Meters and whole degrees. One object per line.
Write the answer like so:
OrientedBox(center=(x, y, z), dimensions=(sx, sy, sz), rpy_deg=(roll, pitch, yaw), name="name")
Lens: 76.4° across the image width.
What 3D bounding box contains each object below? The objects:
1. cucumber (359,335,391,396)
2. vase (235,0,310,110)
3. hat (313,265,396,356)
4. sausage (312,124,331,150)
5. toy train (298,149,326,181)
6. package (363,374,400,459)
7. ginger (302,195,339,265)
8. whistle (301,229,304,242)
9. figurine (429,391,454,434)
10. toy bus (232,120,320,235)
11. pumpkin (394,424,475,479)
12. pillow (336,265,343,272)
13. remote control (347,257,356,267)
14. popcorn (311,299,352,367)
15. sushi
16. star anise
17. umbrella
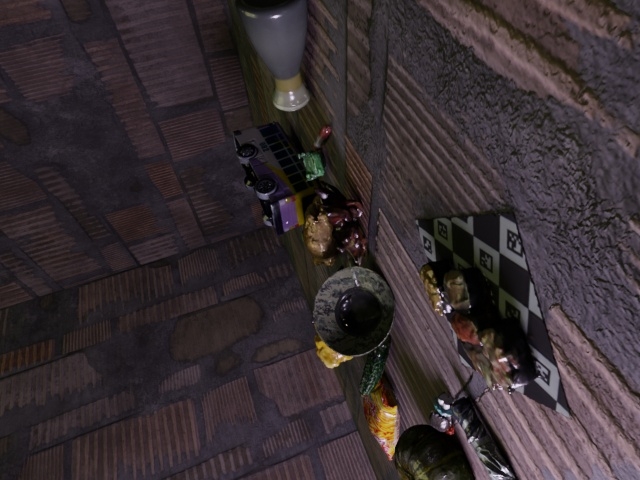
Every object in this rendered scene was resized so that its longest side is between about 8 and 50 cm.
OrientedBox(center=(0.170, 0.406, 1.295), dimensions=(0.068, 0.067, 0.294), rpy_deg=(-119, 29, -48), name="cucumber")
OrientedBox(center=(-0.101, -0.509, 1.093), dimensions=(0.321, 0.173, 0.173), rpy_deg=(76, 171, -59), name="vase")
OrientedBox(center=(0.116, 0.207, 1.166), dimensions=(0.128, 0.265, 0.266), rpy_deg=(23, -142, -53), name="hat")
OrientedBox(center=(0.001, -0.307, 1.229), dimensions=(0.223, 0.029, 0.030), rpy_deg=(166, 86, -80), name="sausage")
OrientedBox(center=(-0.018, -0.248, 1.322), dimensions=(0.149, 0.081, 0.099), rpy_deg=(-166, 58, -72), name="toy train")
OrientedBox(center=(0.214, 0.580, 1.420), dimensions=(0.223, 0.108, 0.288), rpy_deg=(-122, 29, -60), name="package")
OrientedBox(center=(-0.012, -0.022, 1.439), dimensions=(0.236, 0.166, 0.375), rpy_deg=(63, 164, 0), name="ginger")
OrientedBox(center=(-0.031, -0.016, 1.754), dimensions=(0.227, 0.105, 0.085), rpy_deg=(-119, 44, -59), name="whistle")
OrientedBox(center=(0.278, 0.389, 0.913), dimensions=(0.059, 0.047, 0.106), rpy_deg=(21, 130, 30), name="figurine")
OrientedBox(center=(-0.176, -0.269, 1.641), dimensions=(0.440, 0.249, 0.209), rpy_deg=(59, 165, 30), name="toy bus")
OrientedBox(center=(0.261, 0.549, 0.952), dimensions=(0.224, 0.157, 0.224), rpy_deg=(50, 148, 47), name="pumpkin")
OrientedBox(center=(0.088, 0.180, 1.561), dimensions=(0.090, 0.048, 0.150), rpy_deg=(87, 165, -64), name="pillow")
OrientedBox(center=(0.142, 0.184, 1.340), dimensions=(0.067, 0.029, 0.261), rpy_deg=(83, 169, -79), name="remote control")
OrientedBox(center=(0.063, 0.291, 1.371), dimensions=(0.190, 0.191, 0.254), rpy_deg=(64, -169, -57), name="popcorn")
OrientedBox(center=(0.226, 0.102, 0.640), dimensions=(0.294, 0.059, 0.293), rpy_deg=(169, 83, -81), name="sushi")
OrientedBox(center=(0.077, -0.062, 1.104), dimensions=(0.272, 0.102, 0.272), rpy_deg=(54, -162, -27), name="star anise")
OrientedBox(center=(0.301, 0.382, 0.745), dimensions=(0.188, 0.046, 0.050), rpy_deg=(65, -172, 33), name="umbrella")
